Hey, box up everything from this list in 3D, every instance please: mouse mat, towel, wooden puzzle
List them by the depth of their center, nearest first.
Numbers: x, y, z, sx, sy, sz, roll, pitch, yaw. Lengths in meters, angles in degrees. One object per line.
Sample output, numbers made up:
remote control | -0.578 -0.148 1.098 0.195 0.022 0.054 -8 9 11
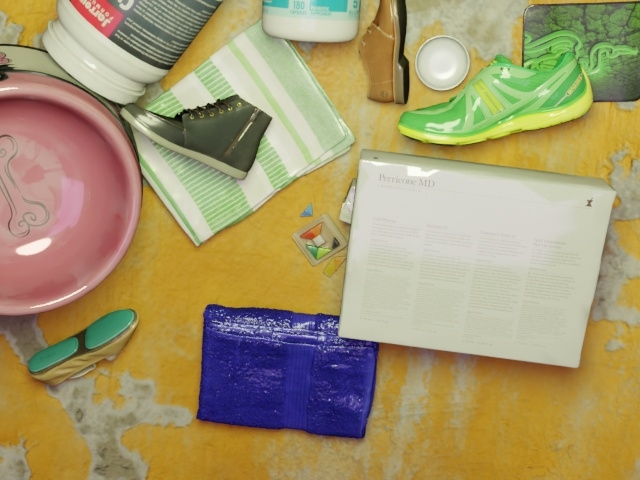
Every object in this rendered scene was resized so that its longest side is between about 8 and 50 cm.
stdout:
mouse mat | 0.406 -0.288 1.375 0.189 0.007 0.153 -1 107 6
towel | -0.140 -0.167 1.439 0.325 0.038 0.248 -34 101 14
wooden puzzle | 0.000 0.000 1.491 0.078 0.014 0.116 -40 100 14
towel | -0.059 0.230 1.535 0.308 0.076 0.228 6 107 3

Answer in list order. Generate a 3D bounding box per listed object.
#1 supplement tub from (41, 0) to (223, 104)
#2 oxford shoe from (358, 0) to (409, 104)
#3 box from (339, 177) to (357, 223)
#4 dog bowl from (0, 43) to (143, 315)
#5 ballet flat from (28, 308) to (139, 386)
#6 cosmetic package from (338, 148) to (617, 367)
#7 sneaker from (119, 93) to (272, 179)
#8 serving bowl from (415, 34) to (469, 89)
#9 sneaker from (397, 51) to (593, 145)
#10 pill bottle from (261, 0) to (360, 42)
supplement tub | -0.262 -0.356 1.311 0.191 0.191 0.272 39 106 -8
oxford shoe | 0.094 -0.313 1.360 0.076 0.076 0.212 4 107 17
box | 0.189 -0.012 1.446 0.324 0.067 0.063 21 108 -3
dog bowl | -0.443 -0.072 1.300 0.408 0.150 0.408 -9 112 -25
ballet flat | -0.400 0.189 1.562 0.232 0.080 0.073 -24 132 14
cosmetic package | 0.229 0.026 1.370 0.377 0.097 0.284 8 109 2
sneaker | -0.188 -0.188 1.365 0.222 0.083 0.118 23 99 -29
serving bowl | 0.188 -0.276 1.384 0.083 0.027 0.083 1 107 5
sneaker | 0.259 -0.217 1.364 0.295 0.109 0.124 -13 97 5
pill bottle | -0.008 -0.426 1.292 0.146 0.146 0.264 4 108 3
